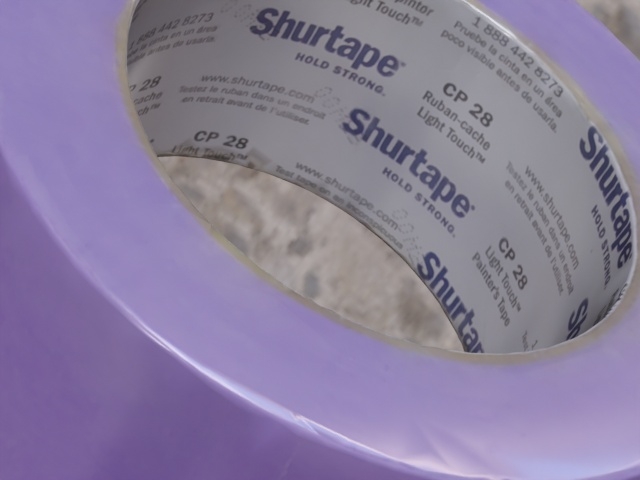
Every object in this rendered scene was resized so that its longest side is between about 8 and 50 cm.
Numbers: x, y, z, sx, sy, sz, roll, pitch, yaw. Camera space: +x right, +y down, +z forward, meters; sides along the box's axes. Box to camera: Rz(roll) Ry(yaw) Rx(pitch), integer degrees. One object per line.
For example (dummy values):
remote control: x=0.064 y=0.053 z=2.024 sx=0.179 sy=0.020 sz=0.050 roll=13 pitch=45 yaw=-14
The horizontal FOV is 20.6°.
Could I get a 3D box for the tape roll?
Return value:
tape roll: x=0.000 y=0.000 z=0.409 sx=0.189 sy=0.080 sz=0.189 roll=18 pitch=43 yaw=-18
